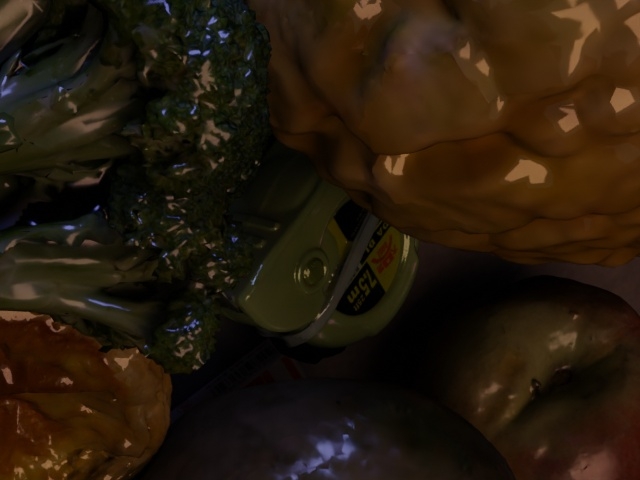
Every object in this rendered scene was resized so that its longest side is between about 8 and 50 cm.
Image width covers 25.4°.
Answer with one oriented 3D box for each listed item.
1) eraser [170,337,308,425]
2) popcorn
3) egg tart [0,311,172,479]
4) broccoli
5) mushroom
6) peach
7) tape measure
[{"bbox_3d":[-0.084,0.195,1.044,0.230,0.038,0.157,-37,125,-9],"label":"eraser"},{"bbox_3d":[0.145,-0.141,0.822,0.390,0.344,0.354,-37,124,-31],"label":"popcorn"},{"bbox_3d":[-0.210,0.102,0.873,0.241,0.106,0.241,-12,130,-15],"label":"egg tart"},{"bbox_3d":[-0.163,-0.075,0.683,0.283,0.321,0.304,-36,152,-36],"label":"broccoli"},{"bbox_3d":[0.019,0.222,0.877,0.292,0.217,0.212,29,118,-8],"label":"mushroom"},{"bbox_3d":[0.159,0.140,1.069,0.214,0.214,0.235,-19,158,-21],"label":"peach"},{"bbox_3d":[0.000,0.000,0.961,0.177,0.087,0.154,-56,133,-19],"label":"tape measure"}]
